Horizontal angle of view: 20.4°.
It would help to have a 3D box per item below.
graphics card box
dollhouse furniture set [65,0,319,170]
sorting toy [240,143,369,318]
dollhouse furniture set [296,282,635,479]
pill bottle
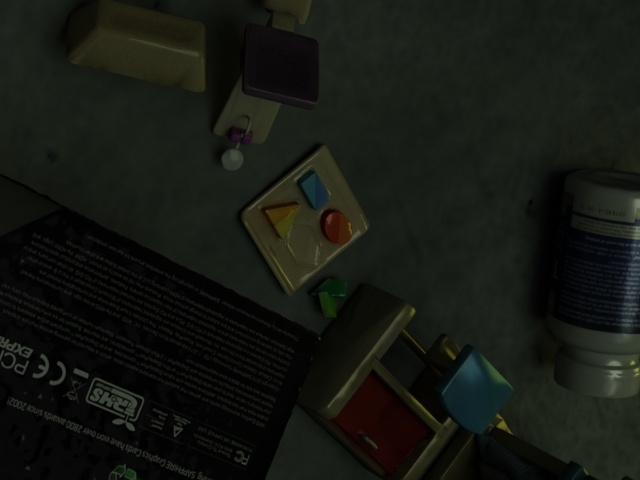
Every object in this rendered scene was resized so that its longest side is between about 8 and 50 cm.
[{"bbox_3d":[-0.168,0.159,0.695,0.232,0.094,0.371,27,81,-37],"label":"graphics card box"},{"bbox_3d":[-0.067,-0.084,0.841,0.114,0.091,0.081,12,140,-15],"label":"dollhouse furniture set"},{"bbox_3d":[0.000,0.000,0.911,0.062,0.012,0.083,-42,123,-18],"label":"sorting toy"},{"bbox_3d":[0.072,0.141,0.931,0.129,0.129,0.184,-52,127,-11],"label":"dollhouse furniture set"},{"bbox_3d":[0.163,0.024,0.999,0.067,0.067,0.120,-3,106,-35],"label":"pill bottle"}]
